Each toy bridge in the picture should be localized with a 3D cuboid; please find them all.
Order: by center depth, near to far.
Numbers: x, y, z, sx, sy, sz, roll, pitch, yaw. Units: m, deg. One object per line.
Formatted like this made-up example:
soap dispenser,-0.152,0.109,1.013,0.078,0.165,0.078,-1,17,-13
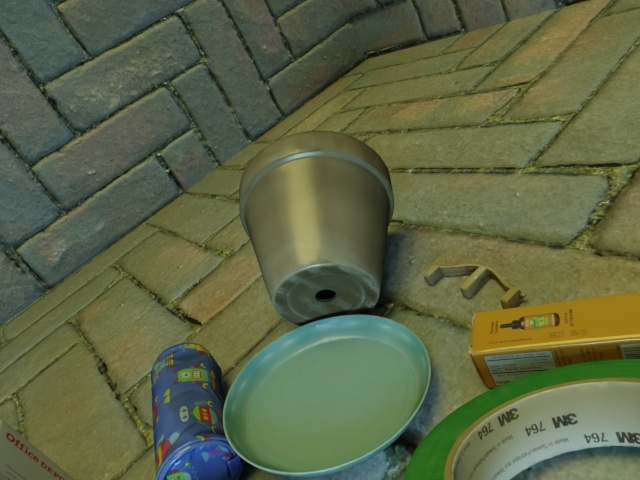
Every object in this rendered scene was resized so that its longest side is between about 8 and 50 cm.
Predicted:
toy bridge,0.262,0.069,0.820,0.063,0.026,0.188,-39,28,-21

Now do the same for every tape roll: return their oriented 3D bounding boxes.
tape roll,0.233,0.209,0.413,0.321,0.077,0.321,-21,4,1

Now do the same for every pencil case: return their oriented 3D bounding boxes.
pencil case,-0.207,0.287,0.800,0.133,0.119,0.306,-3,19,-21

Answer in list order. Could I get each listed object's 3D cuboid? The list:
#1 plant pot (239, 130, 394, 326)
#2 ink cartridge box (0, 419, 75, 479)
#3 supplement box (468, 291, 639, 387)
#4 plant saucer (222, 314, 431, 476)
plant pot,0.000,0.000,0.935,0.323,0.323,0.280,-22,43,16
ink cartridge box,-0.523,0.461,0.725,0.197,0.198,0.270,-34,26,-6
supplement box,0.313,0.128,0.611,0.234,0.080,0.078,-11,31,30
plant saucer,0.010,0.224,0.733,0.318,0.043,0.317,-15,24,7
